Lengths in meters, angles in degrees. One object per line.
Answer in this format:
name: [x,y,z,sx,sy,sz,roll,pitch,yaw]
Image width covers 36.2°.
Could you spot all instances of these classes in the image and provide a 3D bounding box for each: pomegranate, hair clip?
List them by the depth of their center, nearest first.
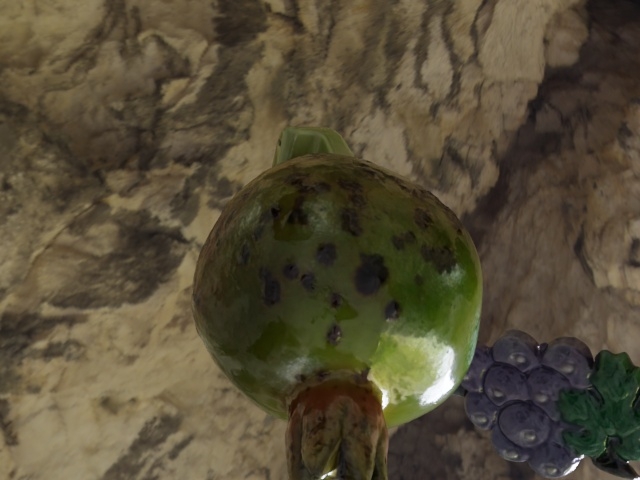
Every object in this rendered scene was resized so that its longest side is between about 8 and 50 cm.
pomegranate: [0.008,0.047,0.518,0.159,0.205,0.159,1,-43,1]
hair clip: [0.191,0.133,0.804,0.195,0.052,0.124,8,-68,32]

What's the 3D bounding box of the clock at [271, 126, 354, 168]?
clock: [0.000,0.000,1.010,0.069,0.232,0.170,0,-54,-20]
